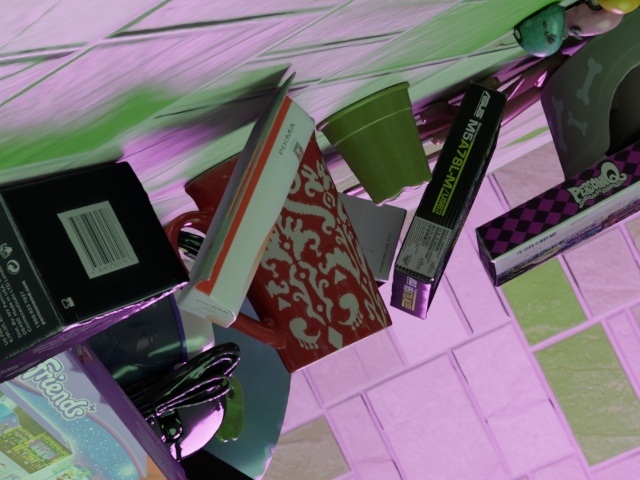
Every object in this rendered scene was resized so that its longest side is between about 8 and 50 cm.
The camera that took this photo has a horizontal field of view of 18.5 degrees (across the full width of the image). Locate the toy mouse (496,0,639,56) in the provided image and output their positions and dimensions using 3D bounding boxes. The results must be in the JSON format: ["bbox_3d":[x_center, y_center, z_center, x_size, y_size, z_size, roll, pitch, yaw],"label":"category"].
[{"bbox_3d":[0.203,-0.173,1.565,0.143,0.031,0.161,-28,176,30],"label":"toy mouse"}]

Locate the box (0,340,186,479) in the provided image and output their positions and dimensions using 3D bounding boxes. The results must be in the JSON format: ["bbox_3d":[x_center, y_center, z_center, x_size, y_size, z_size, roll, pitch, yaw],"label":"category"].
[{"bbox_3d":[-0.254,0.165,1.585,0.201,0.057,0.293,-26,133,5],"label":"box"}]

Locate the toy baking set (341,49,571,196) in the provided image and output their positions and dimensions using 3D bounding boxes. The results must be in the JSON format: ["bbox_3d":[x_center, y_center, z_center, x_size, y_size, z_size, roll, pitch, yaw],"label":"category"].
[{"bbox_3d":[0.129,-0.119,1.931,0.197,0.030,0.256,-15,164,-42],"label":"toy baking set"}]

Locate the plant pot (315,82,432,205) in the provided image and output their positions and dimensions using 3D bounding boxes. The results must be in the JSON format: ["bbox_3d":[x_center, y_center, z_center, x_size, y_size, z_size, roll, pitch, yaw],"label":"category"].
[{"bbox_3d":[0.050,-0.072,1.573,0.083,0.079,0.083,-25,177,-2],"label":"plant pot"}]

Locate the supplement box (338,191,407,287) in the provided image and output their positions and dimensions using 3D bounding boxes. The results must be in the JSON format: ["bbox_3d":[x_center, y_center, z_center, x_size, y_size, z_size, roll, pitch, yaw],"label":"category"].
[{"bbox_3d":[0.000,0.000,1.871,0.130,0.073,0.239,15,173,-4],"label":"supplement box"}]

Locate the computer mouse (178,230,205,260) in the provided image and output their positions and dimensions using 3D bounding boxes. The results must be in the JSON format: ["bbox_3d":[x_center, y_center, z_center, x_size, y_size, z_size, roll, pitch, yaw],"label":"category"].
[{"bbox_3d":[-0.065,0.039,1.856,0.071,0.041,0.242,11,171,46],"label":"computer mouse"}]

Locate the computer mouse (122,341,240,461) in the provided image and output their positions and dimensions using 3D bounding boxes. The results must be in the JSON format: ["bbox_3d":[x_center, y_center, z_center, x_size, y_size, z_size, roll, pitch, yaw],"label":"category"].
[{"bbox_3d":[-0.149,0.167,1.776,0.188,0.072,0.272,-25,173,-6],"label":"computer mouse"}]

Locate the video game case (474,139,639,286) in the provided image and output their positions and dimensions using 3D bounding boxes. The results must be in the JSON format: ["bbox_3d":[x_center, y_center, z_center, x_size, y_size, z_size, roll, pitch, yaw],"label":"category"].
[{"bbox_3d":[0.258,-0.035,1.878,0.232,0.041,0.210,-29,170,2],"label":"video game case"}]

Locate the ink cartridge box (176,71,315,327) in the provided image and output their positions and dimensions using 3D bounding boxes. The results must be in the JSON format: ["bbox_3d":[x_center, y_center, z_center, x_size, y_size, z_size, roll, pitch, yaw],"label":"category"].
[{"bbox_3d":[-0.040,-0.023,1.277,0.179,0.045,0.145,151,-38,-77],"label":"ink cartridge box"}]

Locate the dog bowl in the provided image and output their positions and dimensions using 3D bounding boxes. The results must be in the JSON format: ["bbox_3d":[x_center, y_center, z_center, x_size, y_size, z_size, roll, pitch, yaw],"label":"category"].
[{"bbox_3d":[0.368,-0.174,1.901,0.349,0.102,0.349,-29,170,-5],"label":"dog bowl"}]

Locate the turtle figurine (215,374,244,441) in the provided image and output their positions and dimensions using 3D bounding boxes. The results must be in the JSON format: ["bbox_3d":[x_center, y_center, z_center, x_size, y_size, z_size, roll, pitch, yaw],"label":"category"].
[{"bbox_3d":[-0.231,0.211,2.088,0.266,0.197,0.274,-9,-147,35],"label":"turtle figurine"}]

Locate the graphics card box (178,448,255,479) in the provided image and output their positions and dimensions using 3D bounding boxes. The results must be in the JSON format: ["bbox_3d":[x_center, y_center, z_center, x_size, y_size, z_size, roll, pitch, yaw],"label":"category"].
[{"bbox_3d":[-0.213,0.324,2.366,0.094,0.233,0.371,-56,172,-25],"label":"graphics card box"}]

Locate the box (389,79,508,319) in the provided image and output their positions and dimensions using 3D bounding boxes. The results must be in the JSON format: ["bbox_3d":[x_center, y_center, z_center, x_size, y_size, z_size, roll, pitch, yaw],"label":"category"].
[{"bbox_3d":[0.117,-0.033,1.823,0.184,0.045,0.190,79,34,-76],"label":"box"}]

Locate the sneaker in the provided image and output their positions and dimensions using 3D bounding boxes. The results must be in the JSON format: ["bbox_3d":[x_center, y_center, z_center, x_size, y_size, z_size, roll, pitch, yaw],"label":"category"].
[{"bbox_3d":[-0.237,0.098,1.821,0.236,0.130,0.323,-17,178,-14],"label":"sneaker"}]

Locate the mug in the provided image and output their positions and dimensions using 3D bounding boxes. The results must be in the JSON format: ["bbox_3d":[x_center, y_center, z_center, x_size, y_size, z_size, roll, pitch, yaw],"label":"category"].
[{"bbox_3d":[-0.036,0.018,1.547,0.150,0.169,0.113,-26,177,0],"label":"mug"}]

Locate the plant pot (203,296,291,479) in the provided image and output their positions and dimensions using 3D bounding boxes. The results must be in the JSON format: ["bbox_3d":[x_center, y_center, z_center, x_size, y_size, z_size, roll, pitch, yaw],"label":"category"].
[{"bbox_3d":[-0.186,0.179,2.455,0.195,0.290,0.290,13,158,-25],"label":"plant pot"}]

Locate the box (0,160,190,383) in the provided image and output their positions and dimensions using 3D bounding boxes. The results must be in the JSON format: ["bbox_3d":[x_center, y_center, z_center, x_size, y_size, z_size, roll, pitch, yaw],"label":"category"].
[{"bbox_3d":[-0.194,0.032,1.206,0.158,0.093,0.156,-29,176,25],"label":"box"}]
